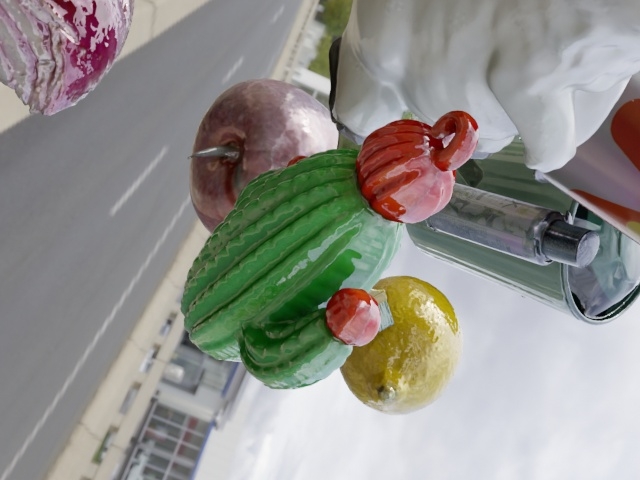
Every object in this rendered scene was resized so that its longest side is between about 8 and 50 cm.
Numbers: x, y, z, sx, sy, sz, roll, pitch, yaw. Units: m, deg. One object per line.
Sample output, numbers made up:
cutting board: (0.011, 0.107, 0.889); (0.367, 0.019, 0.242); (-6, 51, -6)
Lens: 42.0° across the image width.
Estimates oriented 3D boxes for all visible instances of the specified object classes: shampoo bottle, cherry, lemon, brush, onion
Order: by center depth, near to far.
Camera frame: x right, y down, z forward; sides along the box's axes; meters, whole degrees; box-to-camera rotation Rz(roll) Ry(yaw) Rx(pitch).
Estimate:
onion: (-0.276, -0.283, 0.807); (0.111, 0.250, 0.248); (-31, -155, 48)
shampoo bottle: (0.225, -0.018, 0.990); (0.214, 0.072, 0.072); (22, -92, 46)
brush: (0.038, 0.044, 1.073); (0.011, 0.083, 0.205); (39, -29, 56)
cherry: (-0.073, -0.101, 1.149); (0.212, 0.285, 0.236); (32, -70, 42)
lemon: (0.114, 0.152, 1.218); (0.244, 0.186, 0.187); (-67, -177, -48)

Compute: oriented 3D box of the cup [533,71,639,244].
cup: (0.405, -0.053, 0.910); (0.203, 0.288, 0.203); (-36, 155, -20)

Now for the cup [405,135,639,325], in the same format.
cup: (0.403, -0.061, 1.476); (0.392, 0.400, 0.311); (19, -63, 46)

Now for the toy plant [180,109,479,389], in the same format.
toy plant: (-0.007, 0.013, 0.494); (0.240, 0.088, 0.155); (-6, -118, 57)

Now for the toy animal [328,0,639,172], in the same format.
toy animal: (0.155, -0.182, 0.565); (0.357, 0.193, 0.258); (-26, -107, 62)

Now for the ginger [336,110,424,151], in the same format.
ginger: (0.073, -0.166, 0.868); (0.089, 0.137, 0.290); (13, -105, 44)
